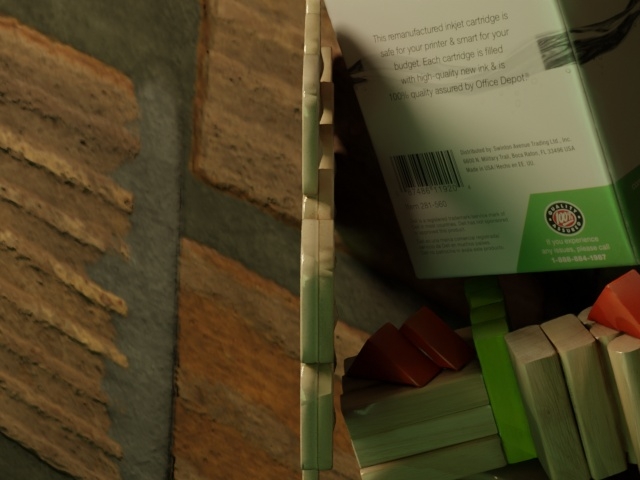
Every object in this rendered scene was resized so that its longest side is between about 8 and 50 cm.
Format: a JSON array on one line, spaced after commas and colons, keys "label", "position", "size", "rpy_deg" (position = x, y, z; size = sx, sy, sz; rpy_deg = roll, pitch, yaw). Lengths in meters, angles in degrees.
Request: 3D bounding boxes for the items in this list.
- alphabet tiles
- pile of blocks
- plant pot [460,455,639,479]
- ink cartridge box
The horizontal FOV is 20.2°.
[{"label": "alphabet tiles", "position": [0.000, 0.000, 1.050], "size": [0.021, 0.284, 0.278], "rpy_deg": [0, 120, 0]}, {"label": "pile of blocks", "position": [0.165, 0.057, 0.997], "size": [0.362, 0.149, 0.112], "rpy_deg": [-4, 116, 28]}, {"label": "plant pot", "position": [0.153, 0.207, 1.113], "size": [0.237, 0.110, 0.237], "rpy_deg": [25, 137, 26]}, {"label": "ink cartridge box", "position": [0.103, -0.097, 0.999], "size": [0.160, 0.092, 0.219], "rpy_deg": [-4, 110, 43]}]
